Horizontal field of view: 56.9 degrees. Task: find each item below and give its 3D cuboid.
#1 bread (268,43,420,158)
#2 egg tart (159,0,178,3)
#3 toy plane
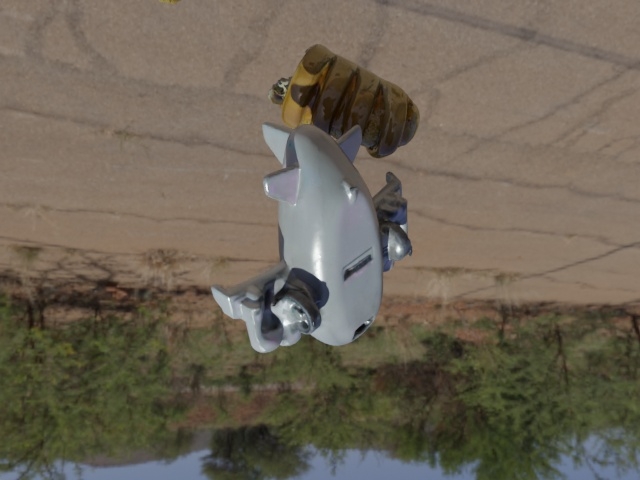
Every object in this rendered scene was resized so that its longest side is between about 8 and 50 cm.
[{"bbox_3d":[0.027,-0.153,0.681,0.177,0.084,0.119,24,167,-2],"label":"bread"},{"bbox_3d":[-0.206,-0.501,0.889,0.116,0.295,0.295,27,157,-12],"label":"egg tart"},{"bbox_3d":[0.003,0.002,0.597,0.118,0.252,0.252,24,-175,41],"label":"toy plane"}]
